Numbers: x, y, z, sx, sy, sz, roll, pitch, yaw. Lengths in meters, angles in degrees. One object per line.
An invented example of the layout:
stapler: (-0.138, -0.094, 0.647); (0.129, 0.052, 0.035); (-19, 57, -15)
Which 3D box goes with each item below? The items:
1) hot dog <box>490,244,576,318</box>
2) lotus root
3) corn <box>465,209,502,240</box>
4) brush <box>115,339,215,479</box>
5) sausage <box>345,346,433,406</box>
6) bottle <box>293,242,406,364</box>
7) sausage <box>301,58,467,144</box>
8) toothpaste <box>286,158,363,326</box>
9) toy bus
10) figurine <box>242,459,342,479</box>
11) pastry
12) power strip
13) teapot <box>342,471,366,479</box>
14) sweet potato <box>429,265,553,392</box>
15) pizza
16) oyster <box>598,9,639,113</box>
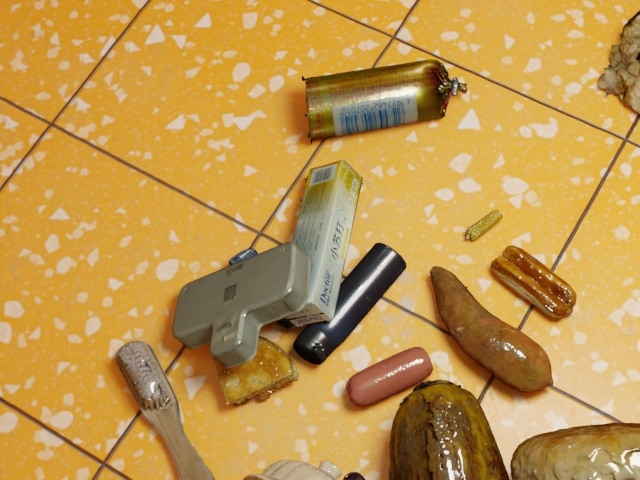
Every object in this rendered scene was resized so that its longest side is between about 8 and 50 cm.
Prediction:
hot dog: (0.377, 0.074, 1.895); (0.165, 0.045, 0.071); (39, 73, 20)
lotus root: (0.208, 0.410, 1.676); (0.179, 0.196, 0.397); (6, 56, -25)
corn: (0.295, -0.027, 1.961); (0.083, 0.027, 0.028); (-36, 80, -14)
brush: (-0.265, 0.303, 1.845); (0.070, 0.065, 0.327); (-28, 67, -10)
sausage: (0.116, 0.233, 1.838); (0.154, 0.062, 0.062); (-24, 65, -6)
bottle: (0.049, 0.112, 1.897); (0.244, 0.072, 0.082); (-49, 29, -16)
sausage: (0.122, -0.275, 2.047); (0.317, 0.117, 0.125); (-10, 79, -1)
toothpaste: (0.000, 0.000, 1.913); (0.089, 0.071, 0.313); (-13, 48, 34)
toy bus: (-0.095, 0.085, 1.937); (0.065, 0.047, 0.166); (-37, 68, -16)
figurine: (-0.070, 0.502, 1.696); (0.185, 0.204, 0.332); (26, 98, 15)
pastry: (0.445, 0.342, 1.622); (0.329, 0.329, 0.136); (-4, 79, 4)
power strip: (-0.139, 0.123, 1.834); (0.265, 0.059, 0.194); (-21, 43, 27)
teapot: (0.062, 0.412, 1.759); (0.045, 0.068, 0.100); (-36, 31, -9)
sweet potato: (0.276, 0.154, 1.843); (0.097, 0.097, 0.292); (-40, 67, -13)
pizza: (-0.129, 0.226, 1.873); (0.175, 0.046, 0.134); (30, 76, 22)
oyster: (0.678, -0.383, 2.034); (0.198, 0.133, 0.337); (36, 77, 12)
